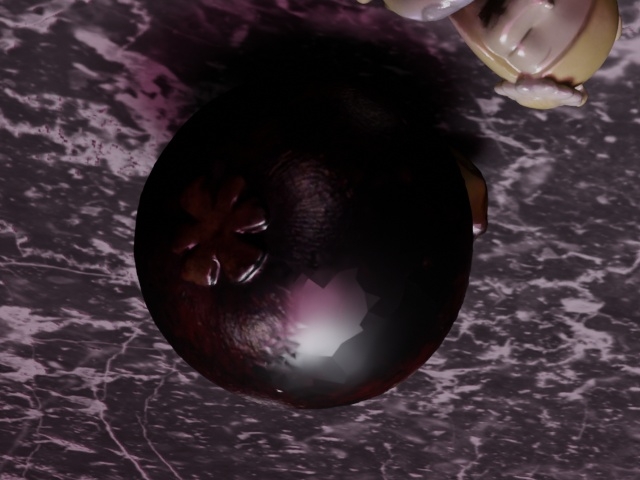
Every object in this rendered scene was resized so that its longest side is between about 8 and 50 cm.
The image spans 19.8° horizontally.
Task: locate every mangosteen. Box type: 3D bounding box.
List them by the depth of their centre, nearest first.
[{"bbox_3d":[0.000,0.000,1.643,0.306,0.307,0.347,-10,173,27],"label":"mangosteen"}]

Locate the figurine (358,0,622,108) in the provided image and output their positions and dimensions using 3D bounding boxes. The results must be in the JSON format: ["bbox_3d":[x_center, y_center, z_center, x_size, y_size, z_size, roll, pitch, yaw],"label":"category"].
[{"bbox_3d":[0.081,-0.228,1.351,0.394,0.227,0.274,31,177,-37],"label":"figurine"}]
